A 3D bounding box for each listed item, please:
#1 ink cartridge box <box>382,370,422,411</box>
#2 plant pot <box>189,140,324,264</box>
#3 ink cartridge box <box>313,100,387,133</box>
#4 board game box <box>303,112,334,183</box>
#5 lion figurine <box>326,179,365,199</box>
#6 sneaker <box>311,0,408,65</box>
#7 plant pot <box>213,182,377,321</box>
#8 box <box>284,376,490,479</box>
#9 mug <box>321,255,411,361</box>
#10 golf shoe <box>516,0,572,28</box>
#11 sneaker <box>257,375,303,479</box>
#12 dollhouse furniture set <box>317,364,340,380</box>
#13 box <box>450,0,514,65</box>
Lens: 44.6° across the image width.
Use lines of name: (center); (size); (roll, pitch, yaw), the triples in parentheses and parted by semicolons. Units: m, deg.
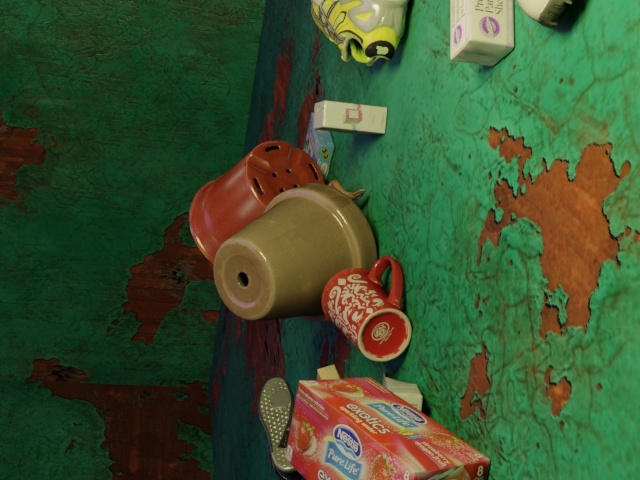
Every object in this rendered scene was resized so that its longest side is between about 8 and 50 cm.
ink cartridge box: (0.119, 0.311, 1.216); (0.232, 0.066, 0.189); (8, -94, -83)
plant pot: (-0.137, -0.086, 1.845); (0.265, 0.272, 0.272); (-39, 46, 52)
ink cartridge box: (0.054, -0.231, 1.479); (0.088, 0.122, 0.052); (-160, 76, -76)
board game box: (-0.017, -0.184, 1.930); (0.160, 0.039, 0.211); (-105, 24, -51)
lion figurine: (0.000, 0.000, 1.664); (0.240, 0.142, 0.392); (-92, 28, -58)
sneaker: (0.057, -0.413, 1.494); (0.385, 0.145, 0.147); (-140, 56, -75)
plant pot: (-0.062, 0.042, 1.416); (0.263, 0.229, 0.263); (11, 109, 36)
box: (0.077, 0.282, 1.012); (0.257, 0.128, 0.122); (26, 109, 53)
mug: (0.079, 0.108, 1.288); (0.169, 0.113, 0.150); (-132, 47, -67)
golf shoe: (0.212, -0.345, 0.884); (0.105, 0.120, 0.273); (115, 155, -51)
sneaker: (-0.082, 0.437, 1.768); (0.163, 0.086, 0.226); (77, -179, -55)
dollhouse furniture set: (0.067, 0.306, 1.247); (0.182, 0.101, 0.161); (91, 160, -48)
box: (0.210, -0.392, 1.020); (0.063, 0.067, 0.324); (142, 133, -72)
